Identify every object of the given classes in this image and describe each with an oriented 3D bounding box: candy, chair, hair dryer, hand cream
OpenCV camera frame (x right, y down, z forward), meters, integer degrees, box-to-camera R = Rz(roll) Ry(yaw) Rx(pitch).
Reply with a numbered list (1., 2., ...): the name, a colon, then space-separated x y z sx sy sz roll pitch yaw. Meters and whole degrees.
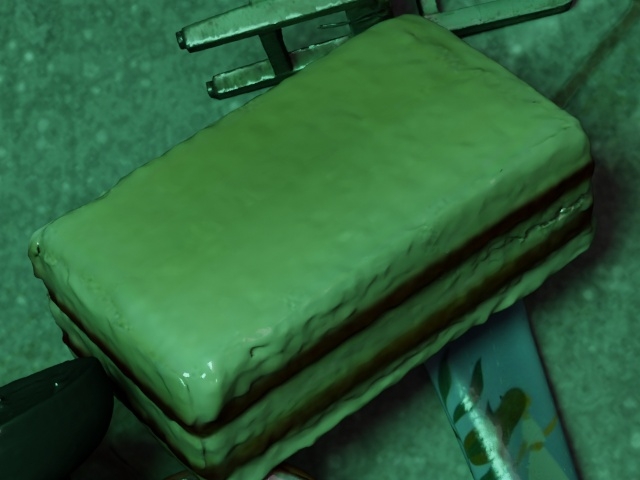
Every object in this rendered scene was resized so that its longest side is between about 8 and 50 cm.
1. candy: 0.000 0.000 1.106 0.320 0.135 0.179 -33 52 -16
2. chair: 0.029 -0.204 1.195 0.270 0.147 0.136 -14 77 3
3. hair dryer: -0.066 0.194 0.991 0.284 0.156 0.320 -32 94 22
4. hand cream: 0.127 0.138 1.168 0.091 0.058 0.271 -17 74 -6

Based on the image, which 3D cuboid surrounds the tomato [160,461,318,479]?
1. tomato: -0.072 0.241 1.130 0.228 0.112 0.199 -8 86 4
